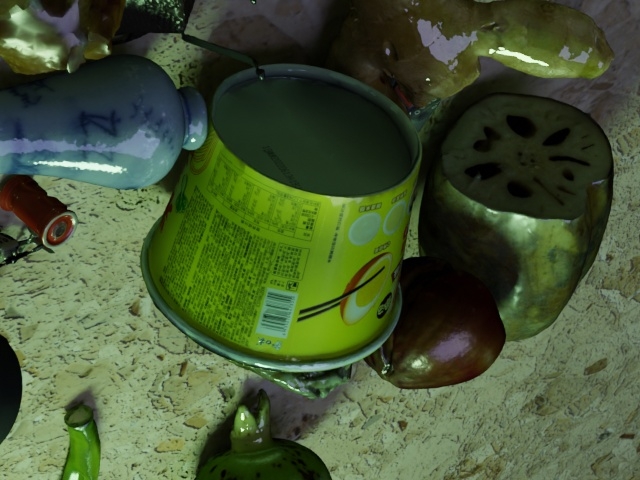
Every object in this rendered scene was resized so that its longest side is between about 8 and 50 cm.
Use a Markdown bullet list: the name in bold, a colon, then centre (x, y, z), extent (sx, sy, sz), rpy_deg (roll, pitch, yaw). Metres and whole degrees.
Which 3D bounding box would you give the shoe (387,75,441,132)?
- **shoe**: centre (0.123, -0.186, 1.978), extent (0.074, 0.077, 0.194), rpy_deg (-20, 142, -30)

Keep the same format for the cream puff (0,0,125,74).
- **cream puff**: centre (-0.249, -0.262, 1.445), extent (0.241, 0.155, 0.269), rpy_deg (-40, 138, -3)

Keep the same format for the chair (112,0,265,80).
- **chair**: centre (-0.140, -0.256, 1.622), extent (0.213, 0.149, 0.174), rpy_deg (6, 145, 7)

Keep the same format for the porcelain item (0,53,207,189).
- **porcelain item**: centre (-0.240, -0.115, 1.646), extent (0.259, 0.141, 0.141), rpy_deg (-7, 135, -30)

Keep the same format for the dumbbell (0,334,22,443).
- **dumbbell**: centre (-0.435, 0.147, 1.737), extent (0.152, 0.152, 0.218), rpy_deg (-49, 147, 13)

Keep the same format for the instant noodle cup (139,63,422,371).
- **instant noodle cup**: centre (-0.027, -0.039, 1.799), extent (0.311, 0.311, 0.221), rpy_deg (-15, 139, -35)

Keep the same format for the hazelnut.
- **hazelnut**: centre (0.132, 0.109, 2.075), extent (0.178, 0.204, 0.178), rpy_deg (-20, 121, -37)

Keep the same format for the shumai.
- **shumai**: centre (-0.033, 0.121, 2.146), extent (0.184, 0.184, 0.142), rpy_deg (35, 79, -57)

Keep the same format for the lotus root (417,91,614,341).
- **lotus root**: centre (0.251, -0.015, 2.174), extent (0.250, 0.250, 0.346), rpy_deg (-26, 146, -21)

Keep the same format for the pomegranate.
- **pomegranate**: centre (-0.087, 0.343, 2.319), extent (0.211, 0.211, 0.263), rpy_deg (-14, 98, -35)

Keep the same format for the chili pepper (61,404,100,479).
- **chili pepper**: centre (-0.311, 0.289, 2.132), extent (0.052, 0.050, 0.201), rpy_deg (10, 129, -3)

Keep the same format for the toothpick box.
- **toothpick box**: centre (-0.297, -0.032, 1.726), extent (0.047, 0.083, 0.047), rpy_deg (-35, 146, -28)

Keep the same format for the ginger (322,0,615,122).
- **ginger**: centre (0.084, -0.229, 1.831), extent (0.363, 0.122, 0.348), rpy_deg (-24, 125, 38)

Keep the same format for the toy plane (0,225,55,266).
- **toy plane**: centre (-0.336, 0.008, 1.770), extent (0.121, 0.049, 0.031), rpy_deg (-20, 146, -58)
